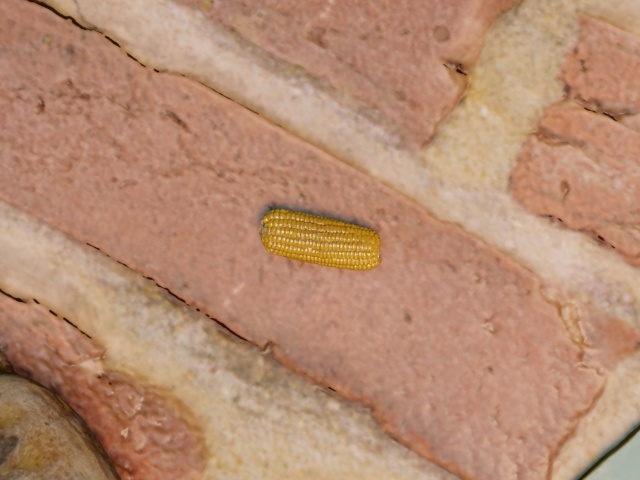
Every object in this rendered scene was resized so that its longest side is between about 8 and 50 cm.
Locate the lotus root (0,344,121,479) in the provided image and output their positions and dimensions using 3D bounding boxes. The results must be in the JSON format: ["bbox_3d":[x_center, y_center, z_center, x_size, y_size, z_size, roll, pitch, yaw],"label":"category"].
[{"bbox_3d":[-0.191,0.235,1.093,0.175,0.175,0.349,-34,77,1],"label":"lotus root"}]

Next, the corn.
[{"bbox_3d":[0.000,0.000,1.168,0.092,0.037,0.037,11,82,6],"label":"corn"}]

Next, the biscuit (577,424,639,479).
[{"bbox_3d":[0.178,0.233,1.103,0.322,0.038,0.099,-44,74,0],"label":"biscuit"}]
